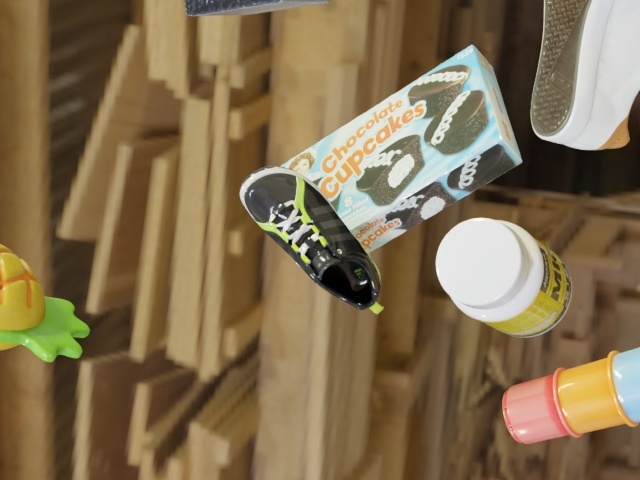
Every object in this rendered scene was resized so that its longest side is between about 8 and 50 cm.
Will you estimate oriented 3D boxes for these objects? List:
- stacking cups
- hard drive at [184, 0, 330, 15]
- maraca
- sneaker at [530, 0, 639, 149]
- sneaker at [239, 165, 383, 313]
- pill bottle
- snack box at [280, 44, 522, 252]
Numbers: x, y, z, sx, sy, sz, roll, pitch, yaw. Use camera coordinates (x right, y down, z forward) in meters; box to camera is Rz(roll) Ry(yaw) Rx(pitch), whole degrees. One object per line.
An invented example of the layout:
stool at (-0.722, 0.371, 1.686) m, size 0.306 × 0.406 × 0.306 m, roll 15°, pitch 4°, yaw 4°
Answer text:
stacking cups at (0.333, 0.140, 1.459) m, size 0.096 × 0.316 × 0.096 m, roll 43°, pitch -143°, yaw -45°
hard drive at (-0.056, -0.224, 1.339) m, size 0.135 × 0.094 × 0.022 m, roll -25°, pitch -72°, yaw -69°
maraca at (-0.306, 0.058, 1.365) m, size 0.099 × 0.186 × 0.127 m, roll -59°, pitch 11°, yaw 26°
sneaker at (0.304, -0.236, 1.520) m, size 0.123 × 0.106 × 0.290 m, roll 12°, pitch -88°, yaw -30°
sneaker at (0.000, 0.000, 1.781) m, size 0.084 × 0.235 × 0.097 m, roll -45°, pitch 20°, yaw 9°
pill bottle at (0.213, 0.043, 1.687) m, size 0.208 × 0.119 × 0.119 m, roll 25°, pitch -107°, yaw -65°
snack box at (0.098, -0.101, 1.907) m, size 0.060 × 0.322 × 0.187 m, roll 40°, pitch -152°, yaw -39°
